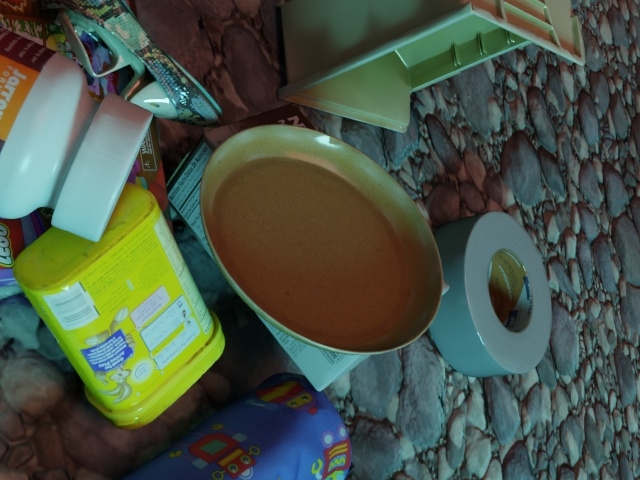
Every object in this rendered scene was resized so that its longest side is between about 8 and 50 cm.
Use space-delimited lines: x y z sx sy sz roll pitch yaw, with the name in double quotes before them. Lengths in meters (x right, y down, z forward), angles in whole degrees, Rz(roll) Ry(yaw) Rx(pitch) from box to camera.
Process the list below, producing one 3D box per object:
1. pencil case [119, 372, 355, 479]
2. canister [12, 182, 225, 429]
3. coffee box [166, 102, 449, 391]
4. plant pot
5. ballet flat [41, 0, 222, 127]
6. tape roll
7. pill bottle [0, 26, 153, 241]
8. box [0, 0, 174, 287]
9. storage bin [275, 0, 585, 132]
"pencil case" -0.096 0.227 0.773 0.306 0.119 0.133 -27 138 -50
"canister" -0.156 0.053 0.726 0.126 0.073 0.170 -43 138 -26
"coffee box" -0.014 0.000 0.874 0.246 0.098 0.141 51 40 11
"plant pot" 0.000 0.000 0.785 0.236 0.032 0.236 18 47 -21
"ballet flat" -0.163 -0.150 0.770 0.188 0.070 0.070 48 48 -28
"tape roll" 0.226 0.073 1.219 0.219 0.072 0.219 17 67 -46
"pill bottle" -0.235 -0.088 0.612 0.221 0.121 0.121 24 58 -11
"box" -0.234 -0.111 0.759 0.201 0.057 0.293 -6 84 -49
"storage bin" 0.128 -0.236 1.052 0.260 0.262 0.123 7 71 -47
